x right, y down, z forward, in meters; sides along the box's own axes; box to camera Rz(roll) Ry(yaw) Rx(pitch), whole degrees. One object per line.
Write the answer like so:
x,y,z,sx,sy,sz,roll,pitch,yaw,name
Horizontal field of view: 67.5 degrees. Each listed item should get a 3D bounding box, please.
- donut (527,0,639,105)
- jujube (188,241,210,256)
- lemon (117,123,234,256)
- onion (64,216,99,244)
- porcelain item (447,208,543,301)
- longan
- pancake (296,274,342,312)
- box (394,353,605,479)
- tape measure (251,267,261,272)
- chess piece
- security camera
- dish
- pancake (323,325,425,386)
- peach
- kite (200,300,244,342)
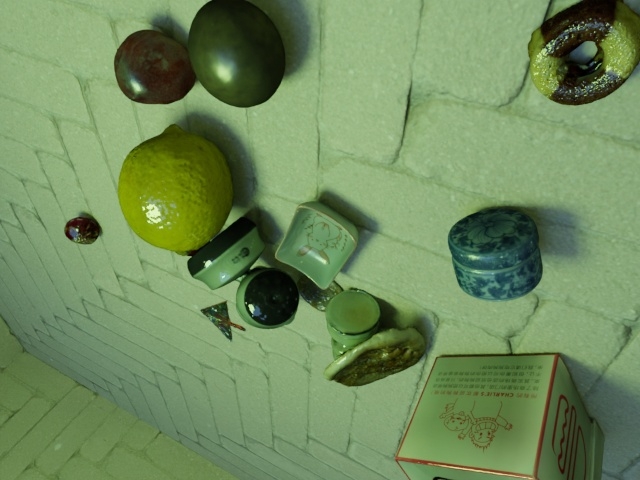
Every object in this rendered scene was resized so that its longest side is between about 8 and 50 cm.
0.343,-0.242,0.629,0.141,0.059,0.140,20,139,18,donut
-0.397,-0.051,1.257,0.236,0.168,0.168,42,139,-8,jujube
-0.319,-0.110,1.072,0.268,0.267,0.267,20,136,20,lemon
-0.800,-0.035,1.608,0.107,0.097,0.107,-8,136,-8,onion
0.302,0.020,0.830,0.147,0.147,0.114,1,125,35,porcelain item
-0.145,-0.322,0.836,0.184,0.159,0.204,63,174,-4,longan
0.001,0.138,1.247,0.140,0.022,0.139,19,136,19,pancake
0.396,0.456,1.041,0.315,0.312,0.299,-14,116,42,box
-0.169,0.118,1.326,0.091,0.054,0.094,24,140,6,tape measure
0.080,0.249,1.222,0.133,0.133,0.243,20,142,19,chess piece
-0.171,0.100,1.178,0.277,0.197,0.191,51,156,-9,security camera
0.000,0.000,1.080,0.151,0.077,0.212,33,139,3,dish
0.136,0.291,1.172,0.283,0.048,0.282,-12,148,-8,pancake
-0.338,-0.332,0.963,0.152,0.152,0.152,20,136,20,peach
-0.332,0.265,1.611,0.189,0.009,0.232,20,136,20,kite
